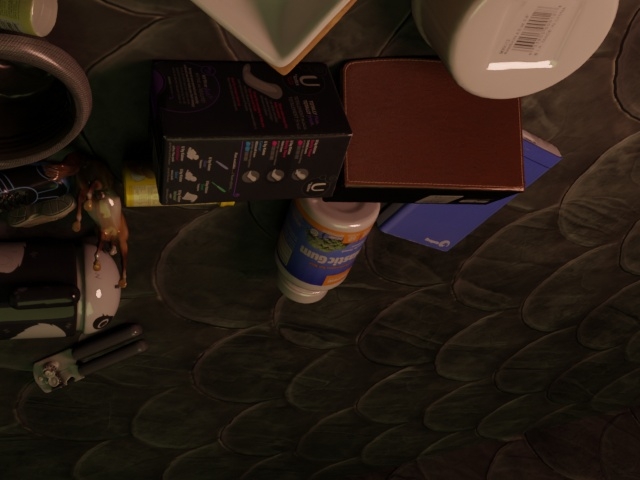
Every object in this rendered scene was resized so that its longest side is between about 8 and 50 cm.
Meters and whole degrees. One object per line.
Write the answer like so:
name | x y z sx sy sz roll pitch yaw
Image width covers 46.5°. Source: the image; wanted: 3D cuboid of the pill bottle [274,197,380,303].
pill bottle | 0.000 0.000 1.399 0.153 0.152 0.272 -2 142 -21

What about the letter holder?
letter holder | 0.164 -0.177 1.236 0.302 0.214 0.152 0 174 -12

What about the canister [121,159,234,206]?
canister | -0.231 -0.095 1.201 0.170 0.126 0.073 -3 104 -16

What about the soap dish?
soap dish | -0.076 -0.359 0.818 0.291 0.118 0.229 37 123 -20

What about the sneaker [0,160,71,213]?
sneaker | -0.506 -0.066 1.152 0.233 0.090 0.081 -5 144 -15

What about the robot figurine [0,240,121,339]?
robot figurine | -0.493 0.089 1.300 0.278 0.209 0.173 -1 130 -21

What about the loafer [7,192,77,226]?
loafer | -0.459 -0.050 1.244 0.125 0.045 0.039 -16 163 11

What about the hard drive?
hard drive | 0.291 -0.101 1.473 0.210 0.040 0.319 16 134 -38

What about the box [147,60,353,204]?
box | -0.112 -0.162 1.112 0.271 0.165 0.143 -3 143 -17

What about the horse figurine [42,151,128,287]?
horse figurine | -0.359 -0.048 1.202 0.066 0.174 0.263 -12 133 0

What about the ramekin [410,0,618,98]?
ramekin | 0.280 -0.332 1.061 0.277 0.135 0.277 -11 146 -8

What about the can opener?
can opener | -0.507 0.256 1.641 0.281 0.074 0.093 -23 179 13

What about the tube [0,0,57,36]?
tube | -0.426 -0.290 0.853 0.240 0.062 0.070 13 102 5

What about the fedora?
fedora | -0.441 -0.203 0.955 0.276 0.124 0.243 -8 148 -27
